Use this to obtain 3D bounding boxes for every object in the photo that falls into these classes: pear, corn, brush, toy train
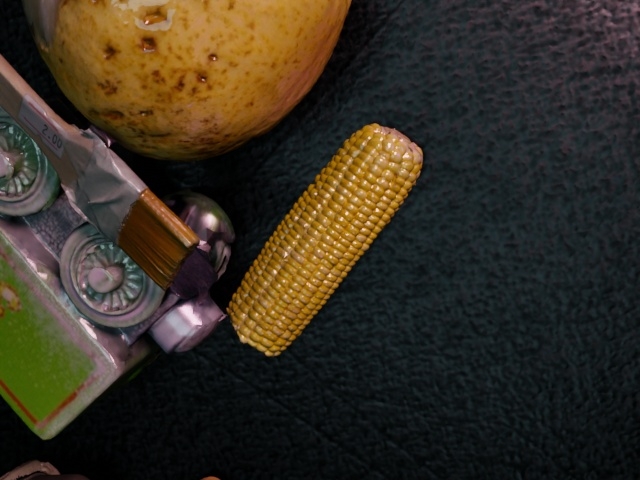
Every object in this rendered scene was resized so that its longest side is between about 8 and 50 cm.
[{"bbox_3d":[-0.105,-0.203,0.709,0.271,0.271,0.271,2,98,10],"label":"pear"},{"bbox_3d":[0.000,0.000,0.804,0.081,0.081,0.248,38,103,3],"label":"corn"},{"bbox_3d":[-0.226,-0.097,0.676,0.336,0.020,0.085,45,135,5],"label":"brush"},{"bbox_3d":[-0.245,0.009,0.813,0.249,0.173,0.307,-41,90,22],"label":"toy train"}]

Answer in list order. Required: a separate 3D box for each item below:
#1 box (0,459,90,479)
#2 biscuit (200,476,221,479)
[{"bbox_3d":[-0.292,0.382,0.845,0.166,0.220,0.290,-19,95,25],"label":"box"},{"bbox_3d":[-0.050,0.331,0.883,0.236,0.040,0.144,16,109,6],"label":"biscuit"}]
